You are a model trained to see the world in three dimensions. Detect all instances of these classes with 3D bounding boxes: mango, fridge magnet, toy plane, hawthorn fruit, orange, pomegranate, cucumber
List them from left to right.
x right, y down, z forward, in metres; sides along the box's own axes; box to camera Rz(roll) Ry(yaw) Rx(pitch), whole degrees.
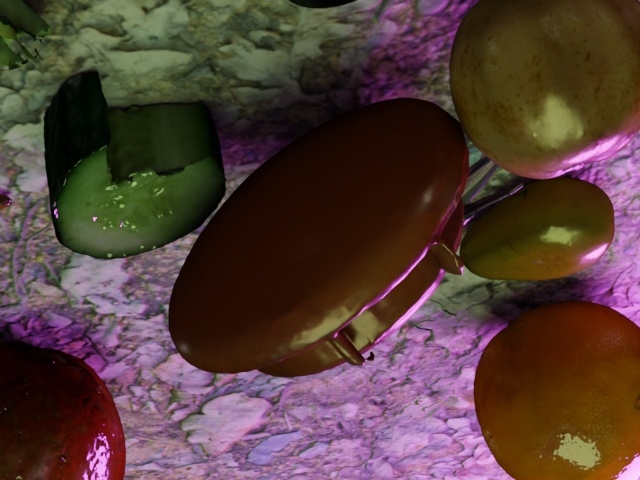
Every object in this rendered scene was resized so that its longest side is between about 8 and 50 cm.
[{"bbox_3d":[-0.389,0.283,1.951,0.316,0.316,0.316,-3,146,-2],"label":"hawthorn fruit"},{"bbox_3d":[-0.202,-0.073,1.579,0.191,0.130,0.191,-7,148,-4],"label":"cucumber"},{"bbox_3d":[0.000,0.000,1.506,0.363,0.364,0.155,-26,119,29],"label":"fridge magnet"},{"bbox_3d":[0.135,-0.035,1.614,0.058,0.226,0.226,41,168,-18],"label":"toy plane"},{"bbox_3d":[0.251,-0.009,1.752,0.195,0.098,0.137,-15,148,28],"label":"mango"},{"bbox_3d":[0.222,-0.160,1.436,0.207,0.207,0.207,-3,146,-2],"label":"pomegranate"},{"bbox_3d":[0.329,0.207,1.938,0.261,0.261,0.261,-3,146,-2],"label":"orange"}]

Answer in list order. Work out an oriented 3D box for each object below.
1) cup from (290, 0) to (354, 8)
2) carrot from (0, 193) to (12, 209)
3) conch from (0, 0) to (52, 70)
[{"bbox_3d":[0.008,-0.338,1.228,0.166,0.239,0.177,23,163,45],"label":"cup"},{"bbox_3d":[-0.514,-0.022,1.674,0.336,0.069,0.069,-5,146,-7],"label":"carrot"},{"bbox_3d":[-0.332,-0.207,1.349,0.143,0.137,0.250,-30,139,31],"label":"conch"}]
